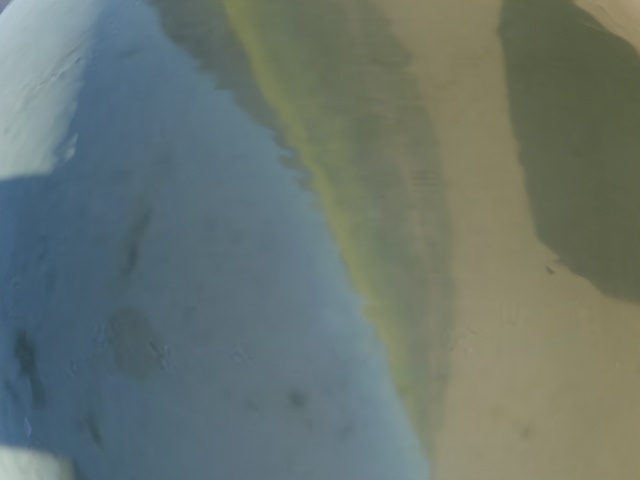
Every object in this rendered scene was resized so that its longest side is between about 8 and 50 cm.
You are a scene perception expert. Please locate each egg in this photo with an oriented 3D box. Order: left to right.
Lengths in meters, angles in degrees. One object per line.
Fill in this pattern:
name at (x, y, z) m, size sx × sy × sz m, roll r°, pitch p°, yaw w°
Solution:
egg at (0.000, 0.000, 0.526) m, size 0.371 × 0.230 × 0.230 m, roll -116°, pitch 4°, yaw -72°
